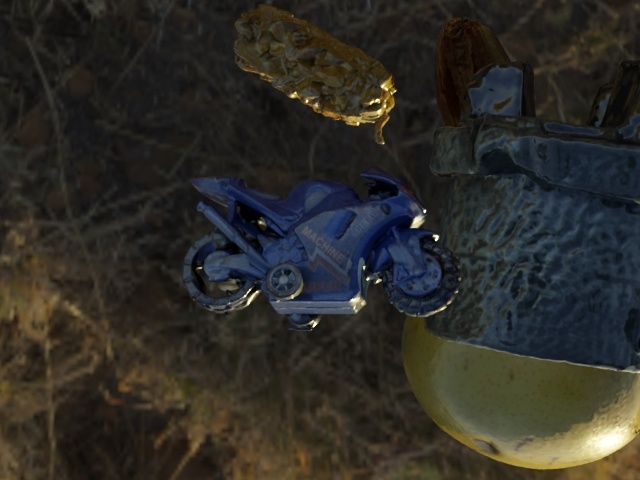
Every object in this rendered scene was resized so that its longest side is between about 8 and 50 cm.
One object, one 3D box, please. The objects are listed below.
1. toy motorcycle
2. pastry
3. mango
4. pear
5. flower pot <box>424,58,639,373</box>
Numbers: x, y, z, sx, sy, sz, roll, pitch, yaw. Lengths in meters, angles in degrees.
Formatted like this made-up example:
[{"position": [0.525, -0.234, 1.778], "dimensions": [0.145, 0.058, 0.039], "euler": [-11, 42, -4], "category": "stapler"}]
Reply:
[{"position": [0.000, 0.000, 1.001], "dimensions": [0.205, 0.114, 0.076], "euler": [1, 160, 13], "category": "toy motorcycle"}, {"position": [0.000, -0.229, 1.883], "dimensions": [0.250, 0.154, 0.102], "euler": [29, 98, 10], "category": "pastry"}, {"position": [0.213, -0.171, 1.844], "dimensions": [0.111, 0.268, 0.133], "euler": [0, 156, -24], "category": "mango"}, {"position": [0.282, 0.126, 1.797], "dimensions": [0.348, 0.348, 0.348], "euler": [-3, 133, -3], "category": "pear"}, {"position": [0.229, -0.032, 1.305], "dimensions": [0.299, 0.299, 0.283], "euler": [10, 91, -15], "category": "flower pot"}]
